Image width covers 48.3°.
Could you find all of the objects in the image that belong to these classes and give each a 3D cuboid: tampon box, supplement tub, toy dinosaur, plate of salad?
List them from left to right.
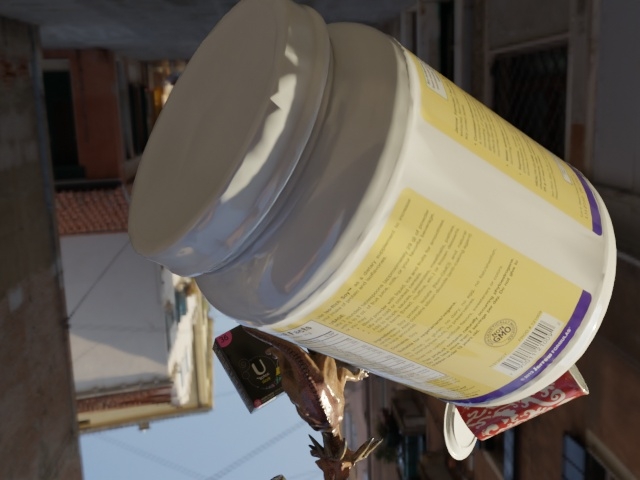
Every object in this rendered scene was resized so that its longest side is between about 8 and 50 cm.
[{"bbox_3d":[-0.126,0.246,1.438,0.120,0.161,0.101,-28,168,-21],"label":"tampon box"},{"bbox_3d":[-0.002,0.236,1.066,0.127,0.295,0.200,-25,-147,10],"label":"toy dinosaur"},{"bbox_3d":[0.045,-0.020,0.572,0.331,0.241,0.241,26,176,-30],"label":"supplement tub"},{"bbox_3d":[0.358,0.461,1.842,0.048,0.199,0.200,-2,-172,39],"label":"plate of salad"}]

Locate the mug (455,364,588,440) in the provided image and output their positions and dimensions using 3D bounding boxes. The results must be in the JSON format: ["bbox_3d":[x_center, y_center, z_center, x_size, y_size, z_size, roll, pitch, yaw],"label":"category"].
[{"bbox_3d":[0.285,0.203,1.062,0.169,0.113,0.150,-35,-147,17],"label":"mug"}]

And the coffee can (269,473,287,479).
[{"bbox_3d":[-0.045,0.565,1.192,0.201,0.275,0.201,-43,176,-4],"label":"coffee can"}]
